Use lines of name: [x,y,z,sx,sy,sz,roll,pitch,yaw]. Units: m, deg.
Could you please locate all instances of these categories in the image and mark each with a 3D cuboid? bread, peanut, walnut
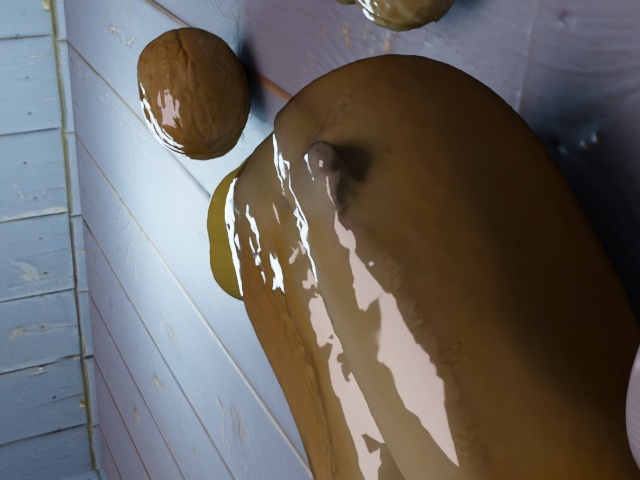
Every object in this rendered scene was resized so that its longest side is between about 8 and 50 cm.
bread: [0.096,0.081,0.703,0.348,0.253,0.376,116,139,-57]
peanut: [0.054,-0.257,0.855,0.229,0.098,0.103,-131,40,-52]
walnut: [-0.183,-0.214,1.325,0.165,0.165,0.197,125,138,-58]

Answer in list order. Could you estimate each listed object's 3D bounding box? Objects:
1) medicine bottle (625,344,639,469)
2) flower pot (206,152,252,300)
medicine bottle: [0.295,0.116,0.333,0.340,0.208,0.208,39,133,56]
flower pot: [0.000,0.000,0.987,0.179,0.195,0.195,16,114,51]
